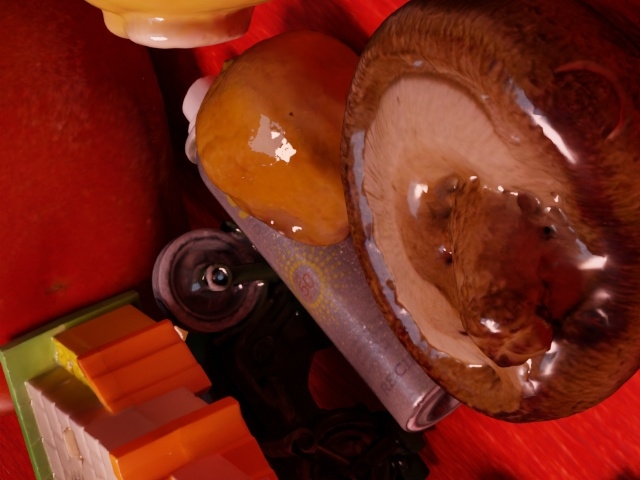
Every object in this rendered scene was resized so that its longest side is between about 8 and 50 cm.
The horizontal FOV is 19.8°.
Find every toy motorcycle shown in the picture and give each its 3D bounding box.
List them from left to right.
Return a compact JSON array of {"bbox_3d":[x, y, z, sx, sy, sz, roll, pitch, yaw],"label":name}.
[{"bbox_3d":[-0.027,0.104,1.340,0.275,0.127,0.205,56,158,-8],"label":"toy motorcycle"}]

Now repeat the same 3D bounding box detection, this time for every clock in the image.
[{"bbox_3d":[-0.090,0.183,1.206,0.255,0.106,0.219,27,135,54],"label":"clock"}]

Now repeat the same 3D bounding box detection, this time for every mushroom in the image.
[{"bbox_3d":[0.104,-0.027,0.922,0.194,0.138,0.231,-123,31,-43],"label":"mushroom"}]

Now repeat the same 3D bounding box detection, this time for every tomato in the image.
[{"bbox_3d":[-0.238,-0.036,1.363,0.290,0.293,0.325,40,142,51],"label":"tomato"}]

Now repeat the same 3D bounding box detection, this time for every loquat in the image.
[{"bbox_3d":[-0.010,-0.063,1.130,0.137,0.113,0.137,17,126,25],"label":"loquat"}]

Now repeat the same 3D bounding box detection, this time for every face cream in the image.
[{"bbox_3d":[0.000,0.000,1.213,0.283,0.073,0.073,51,155,22],"label":"face cream"}]

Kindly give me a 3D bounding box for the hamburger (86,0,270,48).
[{"bbox_3d":[-0.019,-0.202,0.817,0.186,0.261,0.302,64,175,-19],"label":"hamburger"}]

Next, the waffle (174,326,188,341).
[{"bbox_3d":[-0.106,0.122,1.591,0.291,0.051,0.291,43,150,32],"label":"waffle"}]
